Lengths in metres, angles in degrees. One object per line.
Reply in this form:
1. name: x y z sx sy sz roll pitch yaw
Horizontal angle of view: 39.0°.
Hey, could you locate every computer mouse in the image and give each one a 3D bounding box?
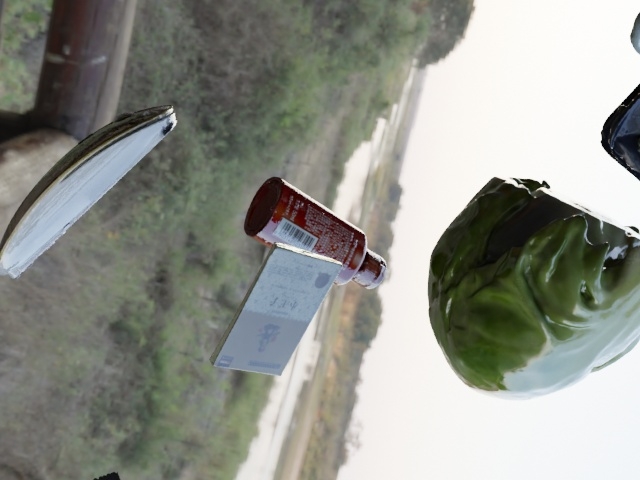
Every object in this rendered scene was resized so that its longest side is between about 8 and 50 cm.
1. computer mouse: -0.247 -0.061 0.923 0.245 0.056 0.126 -42 -163 2

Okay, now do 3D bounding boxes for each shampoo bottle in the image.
1. shampoo bottle: -0.001 0.000 1.653 0.314 0.076 0.118 31 75 -40

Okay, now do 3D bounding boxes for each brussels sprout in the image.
1. brussels sprout: 0.359 0.097 1.537 0.425 0.343 0.360 -114 -132 -70

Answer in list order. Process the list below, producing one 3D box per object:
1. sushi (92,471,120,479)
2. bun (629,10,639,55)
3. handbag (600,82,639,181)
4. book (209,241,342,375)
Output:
1. sushi: -0.277 0.384 0.979 0.050 0.192 0.215 -16 85 -80
2. bun: 0.688 -0.420 1.796 0.083 0.141 0.140 -70 172 -47
3. handbag: 0.653 -0.184 1.427 0.329 0.303 0.122 -49 -178 18
4. book: -0.061 0.102 1.294 0.139 0.016 0.198 17 106 -44
